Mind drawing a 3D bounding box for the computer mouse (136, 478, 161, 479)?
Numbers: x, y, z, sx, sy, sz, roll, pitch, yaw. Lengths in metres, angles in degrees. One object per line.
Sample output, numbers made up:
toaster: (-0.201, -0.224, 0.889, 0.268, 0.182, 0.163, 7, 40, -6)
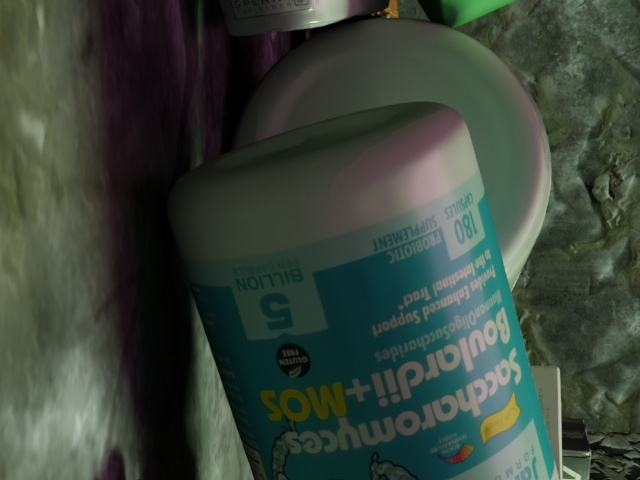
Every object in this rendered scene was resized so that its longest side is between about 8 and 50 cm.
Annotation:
computer mouse: (-0.057, 0.161, 0.470, 0.193, 0.042, 0.106, 37, 49, -75)

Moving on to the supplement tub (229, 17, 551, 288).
supplement tub: (0.055, -0.015, 0.724, 0.316, 0.194, 0.193, 61, 30, -77)

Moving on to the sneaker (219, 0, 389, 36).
sneaker: (-0.007, -0.180, 0.608, 0.258, 0.094, 0.091, -75, 160, -74)

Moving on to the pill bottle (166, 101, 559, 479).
pill bottle: (0.031, 0.075, 0.492, 0.146, 0.146, 0.264, -66, 139, -73)

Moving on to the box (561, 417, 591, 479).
box: (0.182, 0.419, 1.332, 0.097, 0.318, 0.394, -70, 160, -70)

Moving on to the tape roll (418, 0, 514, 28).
tape roll: (0.047, -0.291, 0.611, 0.321, 0.077, 0.321, -24, 90, -84)

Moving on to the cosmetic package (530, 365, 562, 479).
cosmetic package: (0.089, 0.169, 0.872, 0.085, 0.231, 0.117, 72, 21, -69)

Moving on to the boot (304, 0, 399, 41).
boot: (0.043, -0.149, 0.950, 0.220, 0.109, 0.283, -71, 159, -72)
